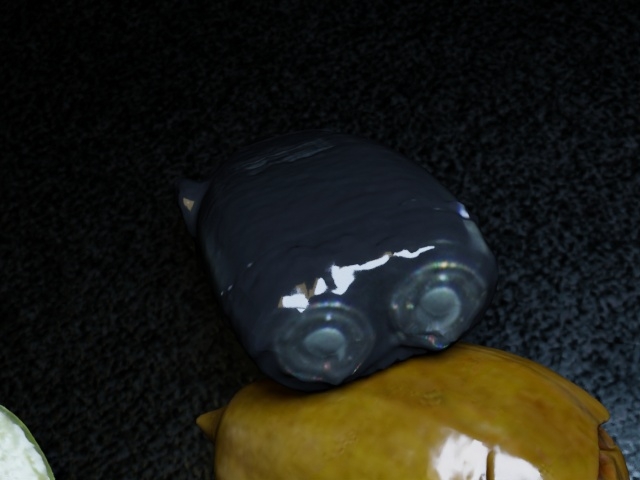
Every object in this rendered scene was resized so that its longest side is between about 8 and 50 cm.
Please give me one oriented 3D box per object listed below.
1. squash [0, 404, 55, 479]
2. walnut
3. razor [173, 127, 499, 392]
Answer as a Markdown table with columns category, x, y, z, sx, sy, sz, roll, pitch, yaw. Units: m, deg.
| category | x | y | z | sx | sy | sz | roll | pitch | yaw |
| --- | --- | --- | --- | --- | --- | --- | --- | --- | --- |
| squash | -0.319 | 0.229 | 1.102 | 0.252 | 0.049 | 0.252 | 7 | 63 | -13 |
| walnut | 0.054 | 0.169 | 1.033 | 0.336 | 0.209 | 0.209 | 10 | 64 | 26 |
| razor | -0.001 | -0.004 | 1.087 | 0.189 | 0.107 | 0.327 | -20 | 21 | -9 |
